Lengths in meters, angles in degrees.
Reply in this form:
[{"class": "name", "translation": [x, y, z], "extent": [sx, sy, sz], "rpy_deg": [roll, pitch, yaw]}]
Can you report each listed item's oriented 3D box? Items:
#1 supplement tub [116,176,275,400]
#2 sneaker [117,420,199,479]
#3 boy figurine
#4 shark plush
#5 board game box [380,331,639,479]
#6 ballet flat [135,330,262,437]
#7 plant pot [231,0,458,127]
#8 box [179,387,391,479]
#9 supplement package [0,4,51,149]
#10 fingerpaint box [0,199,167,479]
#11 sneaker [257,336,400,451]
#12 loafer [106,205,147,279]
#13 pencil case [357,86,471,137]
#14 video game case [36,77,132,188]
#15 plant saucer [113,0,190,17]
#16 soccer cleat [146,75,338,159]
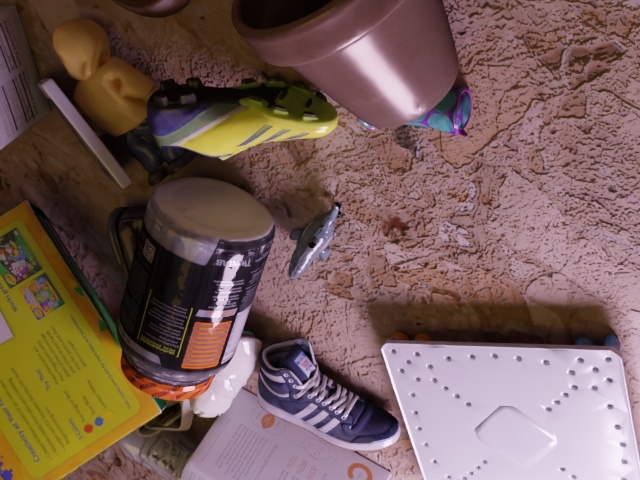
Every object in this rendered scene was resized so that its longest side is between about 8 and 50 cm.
[{"class": "supplement tub", "translation": [-0.213, 0.083, 1.552], "extent": [0.207, 0.207, 0.338], "rpy_deg": [25, 118, 9]}, {"class": "sneaker", "translation": [-0.285, 0.443, 1.949], "extent": [0.305, 0.114, 0.152], "rpy_deg": [36, 162, -12]}, {"class": "boy figurine", "translation": [-0.320, -0.220, 1.499], "extent": [0.177, 0.092, 0.285], "rpy_deg": [-25, 109, 43]}, {"class": "shark plush", "translation": [0.000, 0.000, 1.512], "extent": [0.073, 0.067, 0.161], "rpy_deg": [44, 132, -8]}, {"class": "board game box", "translation": [0.331, 0.313, 1.588], "extent": [0.390, 0.050, 0.389], "rpy_deg": [-2, 124, 28]}, {"class": "ballet flat", "translation": [-0.239, 0.289, 1.805], "extent": [0.400, 0.139, 0.139], "rpy_deg": [-29, 107, 42]}, {"class": "plant pot", "translation": [0.057, -0.270, 1.185], "extent": [0.263, 0.263, 0.229], "rpy_deg": [-12, 137, 34]}, {"class": "box", "translation": [-0.075, 0.477, 1.817], "extent": [0.345, 0.215, 0.168], "rpy_deg": [29, 133, 6]}, {"class": "supplement package", "translation": [-0.615, -0.238, 1.522], "extent": [0.199, 0.262, 0.198], "rpy_deg": [6, 126, 24]}, {"class": "fingerpaint box", "translation": [-0.551, 0.218, 1.694], "extent": [0.444, 0.371, 0.163], "rpy_deg": [56, 172, 2]}, {"class": "sneaker", "translation": [0.009, 0.271, 1.694], "extent": [0.282, 0.099, 0.153], "rpy_deg": [16, 132, 20]}, {"class": "loafer", "translation": [-0.285, 0.075, 1.700], "extent": [0.095, 0.109, 0.302], "rpy_deg": [-6, 118, 26]}, {"class": "pencil case", "translation": [0.129, -0.182, 1.308], "extent": [0.152, 0.064, 0.070], "rpy_deg": [8, 111, 23]}, {"class": "video game case", "translation": [-0.386, -0.176, 1.535], "extent": [0.201, 0.023, 0.183], "rpy_deg": [54, 171, -19]}, {"class": "plant saucer", "translation": [-0.269, -0.409, 1.365], "extent": [0.199, 0.036, 0.198], "rpy_deg": [15, 131, 18]}, {"class": "soccer cleat", "translation": [-0.115, -0.173, 1.407], "extent": [0.289, 0.093, 0.121], "rpy_deg": [4, 129, 9]}]
